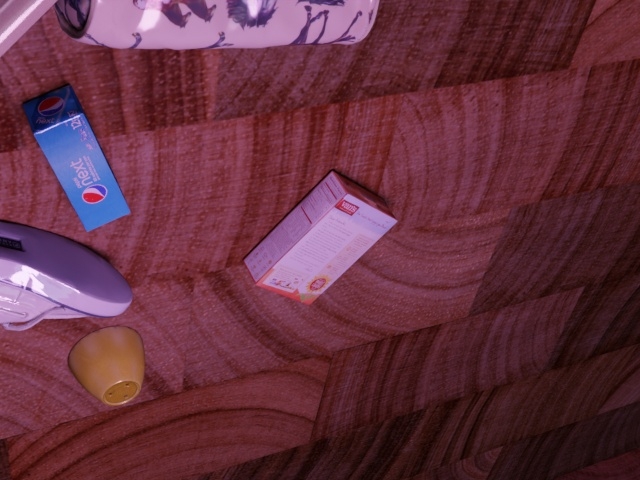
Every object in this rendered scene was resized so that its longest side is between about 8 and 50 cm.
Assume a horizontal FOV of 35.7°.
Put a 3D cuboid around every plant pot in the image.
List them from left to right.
[{"bbox_3d":[-0.358,0.228,1.715,0.134,0.095,0.134,-18,141,-16],"label":"plant pot"}]

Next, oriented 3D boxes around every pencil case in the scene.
[{"bbox_3d":[-0.126,-0.325,1.200,0.410,0.160,0.183,-7,125,-29],"label":"pencil case"}]

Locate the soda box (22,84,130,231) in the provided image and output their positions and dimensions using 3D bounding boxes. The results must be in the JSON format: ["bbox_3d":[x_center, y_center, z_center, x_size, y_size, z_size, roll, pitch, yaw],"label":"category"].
[{"bbox_3d":[-0.334,-0.110,1.373,0.071,0.067,0.210,-25,142,-8],"label":"soda box"}]

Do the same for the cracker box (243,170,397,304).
[{"bbox_3d":[0.000,0.000,1.730,0.232,0.067,0.156,-43,142,17],"label":"cracker box"}]

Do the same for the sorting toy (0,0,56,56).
[{"bbox_3d":[-0.380,-0.292,1.037,0.348,0.047,0.196,-44,107,2],"label":"sorting toy"}]

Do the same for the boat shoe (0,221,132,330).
[{"bbox_3d":[-0.459,0.072,1.439,0.367,0.136,0.156,19,120,-42],"label":"boat shoe"}]
